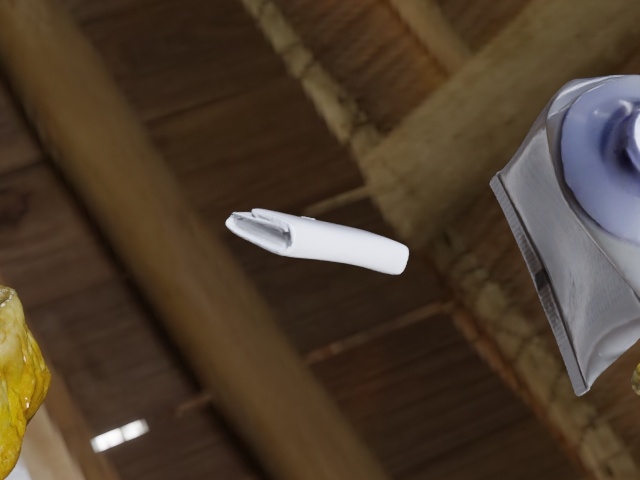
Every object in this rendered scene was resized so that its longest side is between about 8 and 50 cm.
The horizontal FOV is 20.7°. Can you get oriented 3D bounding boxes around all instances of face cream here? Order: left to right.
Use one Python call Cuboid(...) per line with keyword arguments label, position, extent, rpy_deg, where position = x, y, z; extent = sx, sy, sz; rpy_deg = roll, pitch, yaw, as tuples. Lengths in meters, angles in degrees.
Cuboid(label="face cream", position=(0.235, -0.015, 1.538), extent=(0.420, 0.137, 0.234), rpy_deg=(114, -45, -71))

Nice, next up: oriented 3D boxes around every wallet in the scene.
Cuboid(label="wallet", position=(0.000, 0.000, 1.149), extent=(0.061, 0.122, 0.025), rpy_deg=(16, -87, 41))

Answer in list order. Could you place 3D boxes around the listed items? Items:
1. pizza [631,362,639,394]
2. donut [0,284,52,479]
Cuboid(label="pizza", position=(0.358, 0.066, 1.537), extent=(0.182, 0.062, 0.161), rpy_deg=(-2, -106, 50))
Cuboid(label="donut", position=(-0.380, 0.171, 1.536), extent=(0.160, 0.330, 0.330), rpy_deg=(60, -23, -15))
